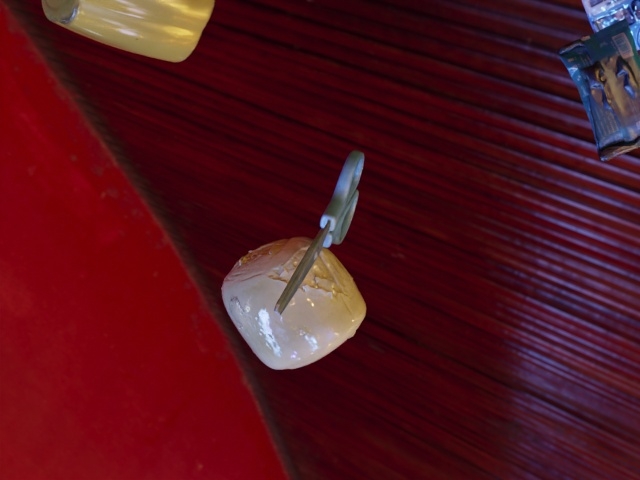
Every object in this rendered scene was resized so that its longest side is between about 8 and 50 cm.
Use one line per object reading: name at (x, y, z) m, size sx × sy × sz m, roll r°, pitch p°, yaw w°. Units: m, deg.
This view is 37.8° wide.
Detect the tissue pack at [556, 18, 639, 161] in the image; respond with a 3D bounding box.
tissue pack at (0.319, -0.164, 1.018) m, size 0.028 × 0.085 × 0.138 m, roll 6°, pitch 62°, yaw -81°

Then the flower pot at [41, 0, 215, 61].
flower pot at (-0.262, -0.340, 1.235) m, size 0.179 × 0.195 × 0.195 m, roll -2°, pitch 113°, yaw -43°

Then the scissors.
scissors at (0.000, 0.000, 1.646) m, size 0.447 × 0.029 × 0.193 m, roll -59°, pitch 164°, yaw -54°

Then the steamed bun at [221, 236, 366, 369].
steamed bun at (-0.070, 0.125, 1.771) m, size 0.232 × 0.273 × 0.166 m, roll 56°, pitch 36°, yaw -18°

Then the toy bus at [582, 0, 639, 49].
toy bus at (0.464, -0.337, 1.129) m, size 0.131 × 0.297 × 0.106 m, roll 53°, pitch 32°, yaw -24°
